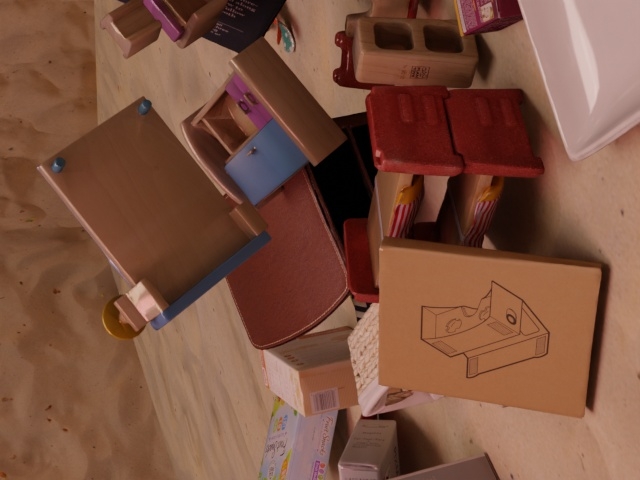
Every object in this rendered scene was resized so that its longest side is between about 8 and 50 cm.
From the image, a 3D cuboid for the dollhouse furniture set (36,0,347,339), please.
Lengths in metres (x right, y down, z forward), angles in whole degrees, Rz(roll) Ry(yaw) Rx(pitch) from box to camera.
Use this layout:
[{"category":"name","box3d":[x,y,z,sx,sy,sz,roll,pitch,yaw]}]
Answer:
[{"category":"dollhouse furniture set","box3d":[-0.182,-0.080,1.140,0.286,0.303,0.198,50,152,-3]}]

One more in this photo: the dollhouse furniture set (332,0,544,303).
[{"category":"dollhouse furniture set","box3d":[0.104,-0.134,1.160,0.201,0.152,0.374,99,170,-48]}]

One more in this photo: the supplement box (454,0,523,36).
[{"category":"supplement box","box3d":[0.161,-0.226,1.031,0.083,0.043,0.054,177,82,-72]}]

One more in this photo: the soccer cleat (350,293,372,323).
[{"category":"soccer cleat","box3d":[0.076,0.096,1.451,0.072,0.060,0.178,106,150,-51]}]

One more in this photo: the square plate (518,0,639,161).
[{"category":"square plate","box3d":[0.229,-0.268,0.798,0.344,0.049,0.347,140,117,-70]}]

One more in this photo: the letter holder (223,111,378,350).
[{"category":"letter holder","box3d":[0.000,0.000,1.401,0.302,0.152,0.214,-38,69,58]}]

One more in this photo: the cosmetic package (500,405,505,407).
[{"category":"cosmetic package","box3d":[0.197,0.103,1.097,0.041,0.060,0.115,-131,35,-58]}]

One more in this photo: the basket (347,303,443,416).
[{"category":"basket","box3d":[0.104,0.127,1.301,0.167,0.113,0.103,117,140,-61]}]

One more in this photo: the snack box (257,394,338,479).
[{"category":"snack box","box3d":[-0.036,0.323,1.799,0.207,0.070,0.174,136,148,-70]}]

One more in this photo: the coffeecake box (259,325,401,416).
[{"category":"coffeecake box","box3d":[0.009,0.181,1.563,0.185,0.142,0.068,-162,63,-70]}]

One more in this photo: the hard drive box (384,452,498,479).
[{"category":"hard drive box","box3d":[0.087,0.354,1.298,0.181,0.232,0.089,104,150,-51]}]

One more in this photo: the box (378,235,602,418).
[{"category":"box","box3d":[0.153,0.081,1.038,0.021,0.201,0.164,-59,-28,-56]}]

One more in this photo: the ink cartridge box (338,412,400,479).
[{"category":"ink cartridge box","box3d":[0.086,0.369,1.525,0.239,0.060,0.275,-52,-41,-66]}]

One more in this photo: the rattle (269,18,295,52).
[{"category":"rattle","box3d":[-0.083,-0.381,1.680,0.200,0.142,0.130,29,162,47]}]

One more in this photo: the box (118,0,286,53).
[{"category":"box","box3d":[-0.078,-0.423,1.171,0.395,0.212,0.293,144,146,-69]}]
